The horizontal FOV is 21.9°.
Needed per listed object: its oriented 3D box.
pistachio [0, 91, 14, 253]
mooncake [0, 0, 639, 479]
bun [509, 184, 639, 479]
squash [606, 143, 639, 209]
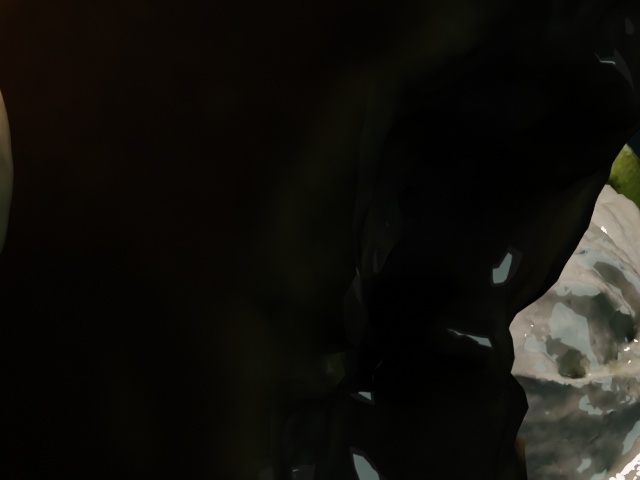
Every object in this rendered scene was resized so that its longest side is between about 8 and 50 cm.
[{"bbox_3d":[-0.224,-0.058,0.568,0.197,0.166,0.288,-59,134,-30],"label":"pistachio"},{"bbox_3d":[0.015,-0.001,0.742,0.393,0.394,0.246,57,23,2],"label":"mooncake"},{"bbox_3d":[0.200,0.108,1.291,0.354,0.194,0.354,42,37,-43],"label":"bun"},{"bbox_3d":[0.195,-0.077,1.444,0.041,0.219,0.219,-44,123,-15],"label":"squash"}]
